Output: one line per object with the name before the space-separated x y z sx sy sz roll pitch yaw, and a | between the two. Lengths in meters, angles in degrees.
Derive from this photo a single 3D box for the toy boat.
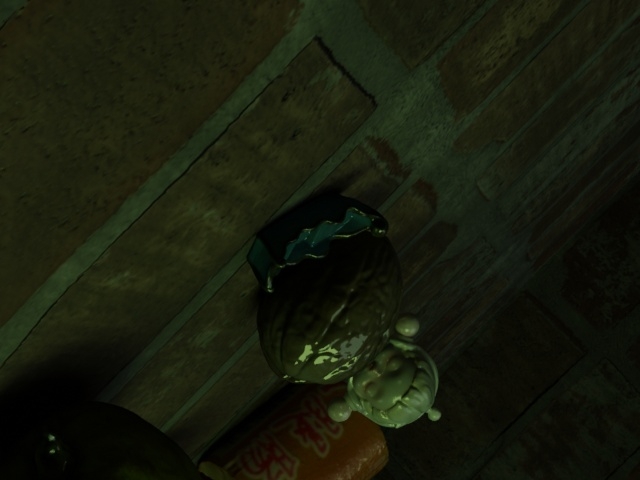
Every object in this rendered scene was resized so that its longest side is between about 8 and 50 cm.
toy boat | 0.000 0.000 1.299 0.185 0.077 0.075 -32 160 -41

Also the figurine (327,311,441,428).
figurine | 0.073 0.193 1.691 0.182 0.257 0.144 -41 168 -21

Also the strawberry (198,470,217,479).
strawberry | -0.262 0.436 1.607 0.261 0.258 0.261 -50 -166 17

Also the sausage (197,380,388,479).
sausage | -0.046 0.402 2.019 0.287 0.233 0.233 -35 163 -29

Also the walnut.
walnut | 0.019 0.083 1.432 0.230 0.178 0.178 -53 168 -15

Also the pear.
pear | -0.245 0.306 1.142 0.287 0.287 0.375 -36 144 -31
